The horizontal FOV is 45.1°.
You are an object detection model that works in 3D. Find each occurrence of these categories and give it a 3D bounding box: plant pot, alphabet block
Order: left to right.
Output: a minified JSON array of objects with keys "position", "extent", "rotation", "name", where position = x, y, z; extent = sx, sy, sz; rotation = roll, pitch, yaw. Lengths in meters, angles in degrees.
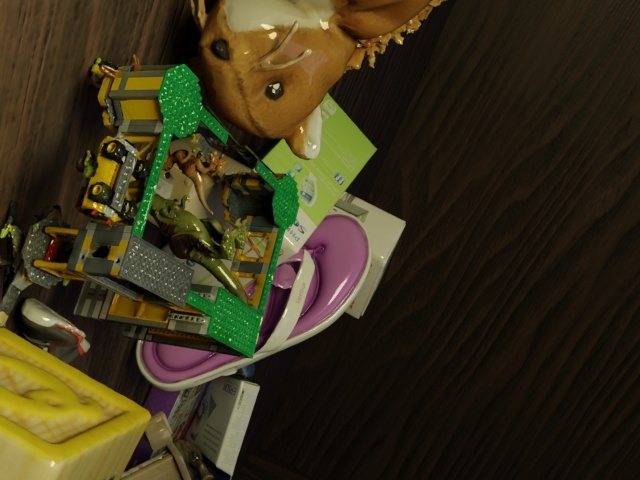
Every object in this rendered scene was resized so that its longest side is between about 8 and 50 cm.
[{"position":[-0.288,0.199,0.630],"extent":[0.197,0.192,0.193],"rotation":[-64,174,2],"name":"alphabet block"},{"position":[-0.162,-0.056,0.918],"extent":[0.096,0.109,0.109],"rotation":[-10,128,-63],"name":"plant pot"}]

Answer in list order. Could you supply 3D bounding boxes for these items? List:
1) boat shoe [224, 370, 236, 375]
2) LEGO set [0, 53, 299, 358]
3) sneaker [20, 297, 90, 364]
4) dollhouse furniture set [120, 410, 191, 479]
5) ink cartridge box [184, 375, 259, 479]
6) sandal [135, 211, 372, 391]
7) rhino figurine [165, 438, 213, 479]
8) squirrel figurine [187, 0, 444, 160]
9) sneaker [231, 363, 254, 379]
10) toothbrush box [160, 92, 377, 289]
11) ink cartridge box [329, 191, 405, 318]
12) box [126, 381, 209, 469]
[{"position":[-0.182,0.147,1.265],"extent":[0.184,0.066,0.063],"rotation":[-127,-139,-52],"name":"boat shoe"},{"position":[-0.178,-0.019,0.755],"extent":[0.331,0.192,0.254],"rotation":[30,67,-63],"name":"LEGO set"},{"position":[-0.288,0.112,0.813],"extent":[0.065,0.061,0.158],"rotation":[-53,168,-20],"name":"sneaker"},{"position":[-0.376,0.455,1.311],"extent":[0.303,0.174,0.355],"rotation":[-23,123,-20],"name":"dollhouse furniture set"},{"position":[-0.206,0.371,1.511],"extent":[0.223,0.045,0.223],"rotation":[-4,-112,65],"name":"ink cartridge box"},{"position":[-0.090,0.095,1.178],"extent":[0.416,0.169,0.102],"rotation":[-35,166,-11],"name":"sandal"},{"position":[-0.282,0.474,1.496],"extent":[0.073,0.106,0.243],"rotation":[-8,143,-36],"name":"rhino figurine"},{"position":[0.029,-0.273,0.842],"extent":[0.370,0.281,0.397],"rotation":[-58,170,10],"name":"squirrel figurine"},{"position":[-0.164,0.214,1.479],"extent":[0.221,0.083,0.087],"rotation":[100,5,-82],"name":"sneaker"},{"position":[-0.071,-0.062,1.119],"extent":[0.206,0.122,0.283],"rotation":[-33,-168,41],"name":"toothbrush box"},{"position":[0.000,0.000,1.470],"extent":[0.114,0.273,0.198],"rotation":[-56,170,-39],"name":"ink cartridge box"},{"position":[-0.266,0.278,1.471],"extent":[0.293,0.057,0.201],"rotation":[-64,171,11],"name":"box"}]
